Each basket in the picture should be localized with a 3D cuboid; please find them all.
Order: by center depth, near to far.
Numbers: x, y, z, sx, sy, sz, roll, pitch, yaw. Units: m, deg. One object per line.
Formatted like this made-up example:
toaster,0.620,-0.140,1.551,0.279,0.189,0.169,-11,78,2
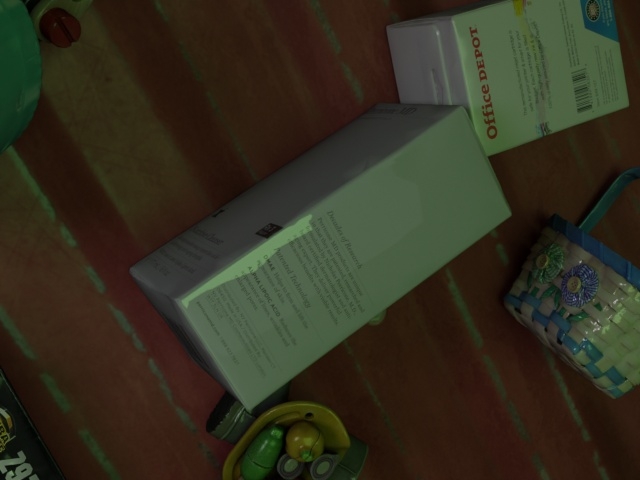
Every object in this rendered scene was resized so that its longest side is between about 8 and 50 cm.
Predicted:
basket,0.415,0.046,1.228,0.289,0.255,0.201,-46,121,-1

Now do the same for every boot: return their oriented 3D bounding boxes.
boot,-0.017,0.224,1.158,0.208,0.076,0.189,34,98,-18

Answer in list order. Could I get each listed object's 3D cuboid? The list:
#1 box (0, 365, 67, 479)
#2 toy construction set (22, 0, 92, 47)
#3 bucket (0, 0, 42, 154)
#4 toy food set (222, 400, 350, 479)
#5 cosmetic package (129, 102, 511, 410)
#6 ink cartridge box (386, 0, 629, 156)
box,-0.397,0.326,1.000,0.257,0.079,0.322,-30,109,-19
toy construction set,-0.214,-0.342,0.868,0.237,0.309,0.257,-35,119,-21
bucket,-0.399,-0.148,0.807,0.281,0.183,0.281,4,116,9
toy food set,-0.050,0.296,1.104,0.128,0.071,0.218,27,112,-22
cosmetic package,0.000,0.000,1.054,0.385,0.217,0.156,-37,111,-17
ink cartridge box,0.231,-0.219,1.147,0.233,0.168,0.171,-19,105,-21
